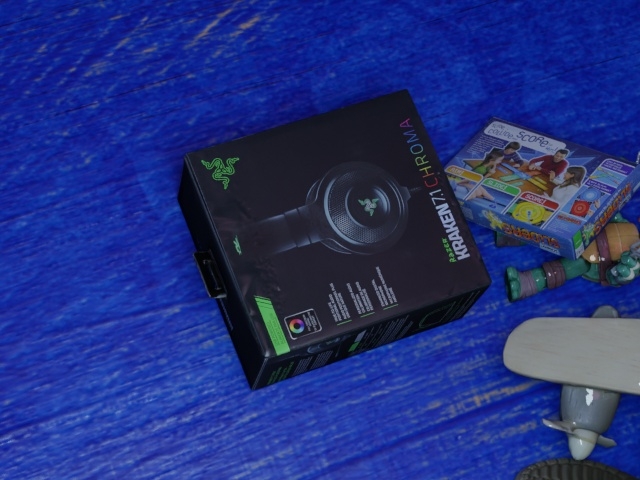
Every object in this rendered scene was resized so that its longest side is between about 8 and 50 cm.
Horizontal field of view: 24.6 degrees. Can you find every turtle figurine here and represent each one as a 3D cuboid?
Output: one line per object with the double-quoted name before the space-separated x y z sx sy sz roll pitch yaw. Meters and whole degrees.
"turtle figurine" 0.319 0.001 1.660 0.234 0.118 0.175 -11 41 1

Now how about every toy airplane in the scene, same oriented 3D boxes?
"toy airplane" 0.432 0.154 1.495 0.384 0.272 0.386 -31 53 -6

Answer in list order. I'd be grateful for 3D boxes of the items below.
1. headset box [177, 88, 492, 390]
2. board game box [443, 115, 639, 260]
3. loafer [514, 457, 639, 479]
"headset box" 0.000 0.000 1.597 0.283 0.131 0.246 -17 73 -15
"board game box" 0.238 -0.062 1.651 0.201 0.035 0.136 24 57 38
"loafer" 0.332 0.308 1.561 0.268 0.092 0.102 14 28 9
